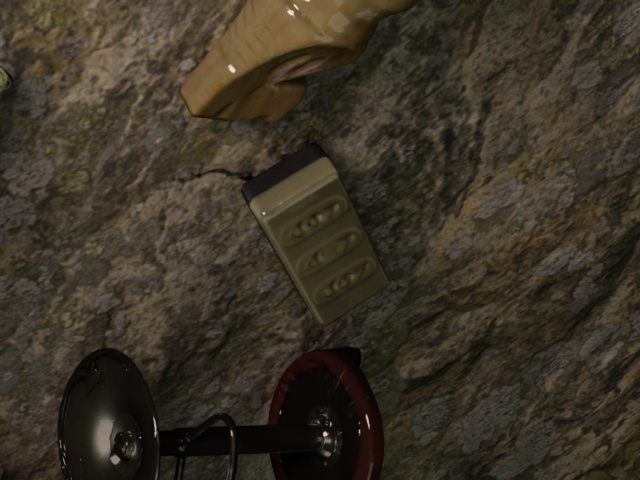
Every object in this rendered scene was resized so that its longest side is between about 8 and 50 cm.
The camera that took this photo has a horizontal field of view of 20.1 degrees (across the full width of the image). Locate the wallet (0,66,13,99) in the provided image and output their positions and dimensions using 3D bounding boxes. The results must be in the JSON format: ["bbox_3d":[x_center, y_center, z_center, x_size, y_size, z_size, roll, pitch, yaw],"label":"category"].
[{"bbox_3d":[-0.420,-0.017,1.723,0.223,0.077,0.309,-26,148,-51],"label":"wallet"}]

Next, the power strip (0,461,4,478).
[{"bbox_3d":[-0.337,0.344,2.122,0.261,0.229,0.141,23,92,-13],"label":"power strip"}]

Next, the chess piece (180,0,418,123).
[{"bbox_3d":[-0.015,-0.220,1.823,0.137,0.137,0.301,14,135,-44],"label":"chess piece"}]

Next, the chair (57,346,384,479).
[{"bbox_3d":[-0.089,0.235,2.163,0.401,0.226,0.226,1,131,-38],"label":"chair"}]

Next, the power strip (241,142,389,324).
[{"bbox_3d":[0.000,0.000,2.097,0.105,0.070,0.256,-31,144,-3],"label":"power strip"}]
